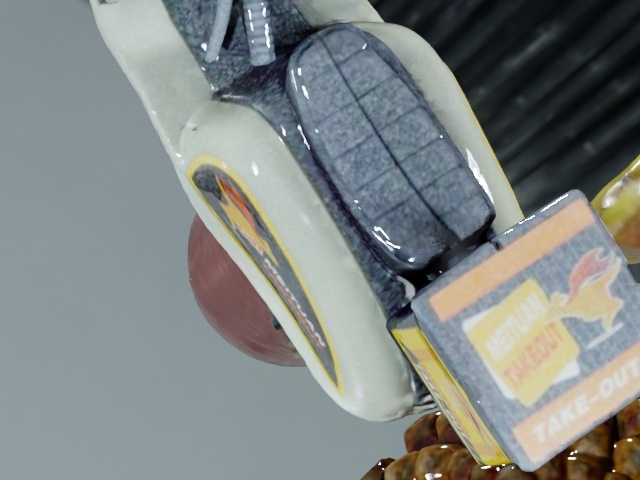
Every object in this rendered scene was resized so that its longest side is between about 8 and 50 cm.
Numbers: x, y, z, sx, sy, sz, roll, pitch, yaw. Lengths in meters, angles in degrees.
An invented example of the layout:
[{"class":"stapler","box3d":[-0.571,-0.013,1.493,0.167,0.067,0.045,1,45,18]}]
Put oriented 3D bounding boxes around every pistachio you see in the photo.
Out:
[{"class":"pistachio","box3d":[0.191,-0.044,0.925,0.049,0.173,0.089,46,27,11]}]

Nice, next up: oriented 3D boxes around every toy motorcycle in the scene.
[{"class":"toy motorcycle","box3d":[-0.005,-0.054,0.597,0.091,0.157,0.263,-33,92,-15]}]

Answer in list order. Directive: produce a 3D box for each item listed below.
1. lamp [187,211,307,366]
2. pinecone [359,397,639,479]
[{"class":"lamp","box3d":[0.000,0.000,1.464,0.180,0.258,0.180,12,60,-21]},{"class":"pinecone","box3d":[0.100,0.133,0.777,0.173,0.173,0.173,17,55,-26]}]
